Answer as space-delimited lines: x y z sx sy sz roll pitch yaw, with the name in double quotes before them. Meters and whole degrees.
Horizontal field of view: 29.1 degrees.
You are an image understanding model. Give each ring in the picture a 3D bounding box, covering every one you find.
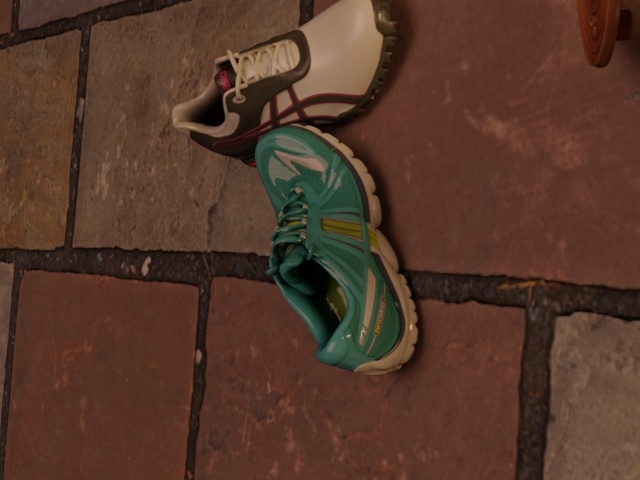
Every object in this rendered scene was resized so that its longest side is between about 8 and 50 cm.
"ring" 0.194 -0.287 0.837 0.336 0.032 0.336 -2 -90 -83

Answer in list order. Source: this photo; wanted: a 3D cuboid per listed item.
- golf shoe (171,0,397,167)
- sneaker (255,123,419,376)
"golf shoe" -0.034 -0.156 1.212 0.273 0.120 0.105 -37 56 42
"sneaker" 0.000 0.000 1.141 0.107 0.110 0.275 -48 54 36
